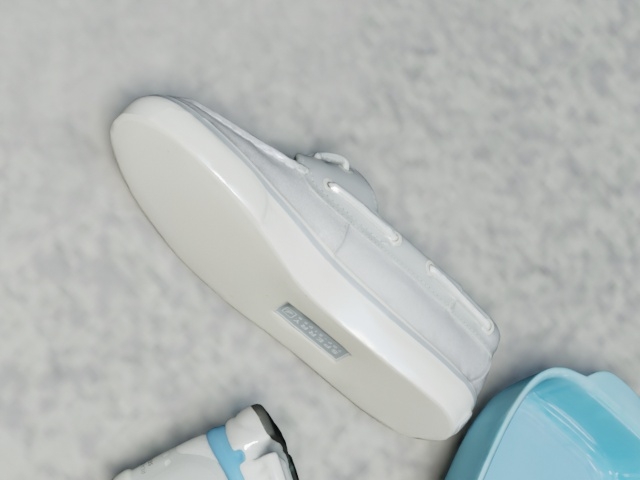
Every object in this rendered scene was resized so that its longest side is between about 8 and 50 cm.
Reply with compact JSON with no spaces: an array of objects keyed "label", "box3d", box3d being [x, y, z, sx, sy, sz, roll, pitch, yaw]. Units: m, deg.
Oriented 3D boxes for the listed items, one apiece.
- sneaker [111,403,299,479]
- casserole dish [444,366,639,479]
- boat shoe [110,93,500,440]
[{"label":"sneaker","box3d":[-0.029,0.162,0.647,0.083,0.071,0.190,-18,92,1]},{"label":"casserole dish","box3d":[0.078,0.138,0.678,0.114,0.037,0.188,41,64,-31]},{"label":"boat shoe","box3d":[0.000,0.000,0.672,0.184,0.066,0.063,40,58,-9]}]
